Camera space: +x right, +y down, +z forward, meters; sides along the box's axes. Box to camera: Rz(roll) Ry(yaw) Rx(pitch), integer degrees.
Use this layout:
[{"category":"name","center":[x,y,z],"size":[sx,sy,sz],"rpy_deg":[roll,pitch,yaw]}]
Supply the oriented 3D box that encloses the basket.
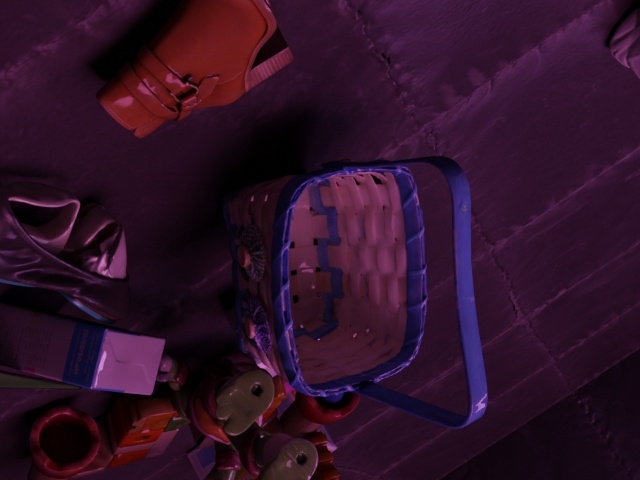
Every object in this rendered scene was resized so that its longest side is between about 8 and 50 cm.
[{"category":"basket","center":[0.039,0.043,1.102],"size":[0.289,0.254,0.201],"rpy_deg":[4,-166,44]}]

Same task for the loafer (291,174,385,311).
[{"category":"loafer","center":[0.000,0.000,1.285],"size":[0.220,0.078,0.080],"rpy_deg":[-50,172,-2]}]

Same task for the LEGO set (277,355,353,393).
[{"category":"LEGO set","center":[-0.008,0.197,1.656],"size":[0.093,0.087,0.227],"rpy_deg":[-11,148,-39]}]

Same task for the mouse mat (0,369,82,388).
[{"category":"mouse mat","center":[-0.346,0.135,1.102],"size":[0.153,0.007,0.190],"rpy_deg":[-2,165,21]}]

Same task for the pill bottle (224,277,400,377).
[{"category":"pill bottle","center":[0.000,0.079,1.382],"size":[0.221,0.121,0.121],"rpy_deg":[-29,157,-6]}]

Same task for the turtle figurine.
[{"category":"turtle figurine","center":[-0.145,0.217,1.194],"size":[0.275,0.197,0.266],"rpy_deg":[0,177,-30]}]

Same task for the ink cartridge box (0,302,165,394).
[{"category":"ink cartridge box","center":[-0.263,0.105,1.114],"size":[0.104,0.181,0.061],"rpy_deg":[24,77,-63]}]

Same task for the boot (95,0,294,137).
[{"category":"boot","center":[-0.109,-0.151,0.859],"size":[0.152,0.073,0.197],"rpy_deg":[-28,154,1]}]

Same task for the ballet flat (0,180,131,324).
[{"category":"ballet flat","center":[-0.232,0.009,0.999],"size":[0.096,0.095,0.280],"rpy_deg":[-50,155,3]}]

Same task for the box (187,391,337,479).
[{"category":"box","center":[-0.093,0.342,1.802],"size":[0.203,0.114,0.103],"rpy_deg":[-36,157,6]}]

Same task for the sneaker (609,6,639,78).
[{"category":"sneaker","center":[0.417,-0.253,1.249],"size":[0.090,0.115,0.232],"rpy_deg":[-24,156,-18]}]

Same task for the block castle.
[{"category":"block castle","center":[-0.130,0.328,1.424],"size":[0.453,0.303,0.213],"rpy_deg":[-7,153,-26]}]
